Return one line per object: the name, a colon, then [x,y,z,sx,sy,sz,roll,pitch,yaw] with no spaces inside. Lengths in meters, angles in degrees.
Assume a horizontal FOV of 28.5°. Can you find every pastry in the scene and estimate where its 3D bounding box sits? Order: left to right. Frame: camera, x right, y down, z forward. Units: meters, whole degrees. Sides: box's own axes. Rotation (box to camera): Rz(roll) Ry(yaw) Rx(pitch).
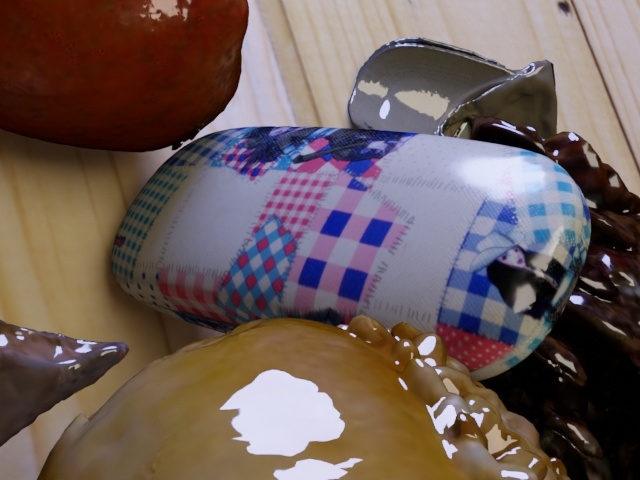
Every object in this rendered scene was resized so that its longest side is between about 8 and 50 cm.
pastry: [0.022,0.226,0.535,0.245,0.409,0.409,-15,75,-13]

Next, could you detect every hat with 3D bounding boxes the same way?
hat: [0.105,-0.085,0.997,0.175,0.085,0.147,22,63,1]

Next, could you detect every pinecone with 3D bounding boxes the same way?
pinecone: [0.136,0.091,0.789,0.298,0.242,0.296,51,36,-17]

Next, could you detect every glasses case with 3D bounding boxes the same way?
glasses case: [0.000,0.000,0.702,0.076,0.328,0.125,46,64,-37]

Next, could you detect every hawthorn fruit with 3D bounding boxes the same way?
hawthorn fruit: [-0.149,-0.137,0.756,0.202,0.185,0.185,-17,77,-26]

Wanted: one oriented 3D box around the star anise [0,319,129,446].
star anise: [-0.260,0.063,0.571,0.292,0.109,0.349,31,51,7]
